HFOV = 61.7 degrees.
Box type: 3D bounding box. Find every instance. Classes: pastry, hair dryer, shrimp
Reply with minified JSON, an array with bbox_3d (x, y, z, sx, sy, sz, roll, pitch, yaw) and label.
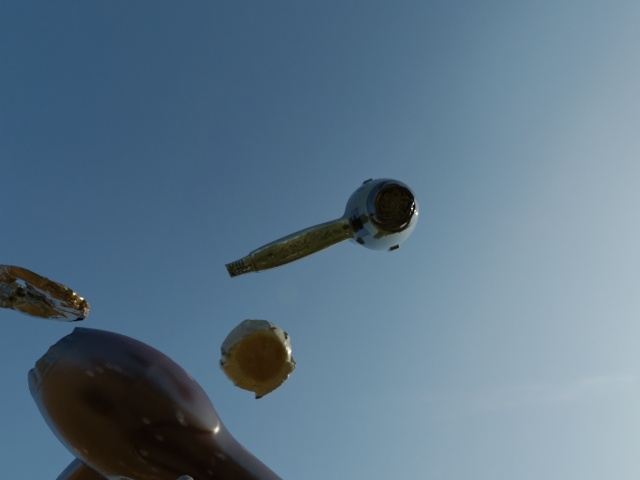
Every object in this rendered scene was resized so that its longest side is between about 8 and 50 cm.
[{"bbox_3d":[-0.136,0.249,1.158,0.166,0.088,0.165,-1,-88,-14],"label":"pastry"},{"bbox_3d":[-0.210,0.285,0.563,0.313,0.123,0.340,39,-73,3],"label":"hair dryer"},{"bbox_3d":[0.019,-0.005,0.670,0.225,0.219,0.088,-23,-96,13],"label":"hair dryer"},{"bbox_3d":[-0.532,0.090,0.966,0.254,0.058,0.173,11,-32,14],"label":"shrimp"}]

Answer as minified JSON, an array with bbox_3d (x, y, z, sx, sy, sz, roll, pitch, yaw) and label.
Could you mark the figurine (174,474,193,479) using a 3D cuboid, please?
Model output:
[{"bbox_3d":[-0.002,0.203,0.252,0.173,0.247,0.177,-46,-30,-25],"label":"figurine"}]
